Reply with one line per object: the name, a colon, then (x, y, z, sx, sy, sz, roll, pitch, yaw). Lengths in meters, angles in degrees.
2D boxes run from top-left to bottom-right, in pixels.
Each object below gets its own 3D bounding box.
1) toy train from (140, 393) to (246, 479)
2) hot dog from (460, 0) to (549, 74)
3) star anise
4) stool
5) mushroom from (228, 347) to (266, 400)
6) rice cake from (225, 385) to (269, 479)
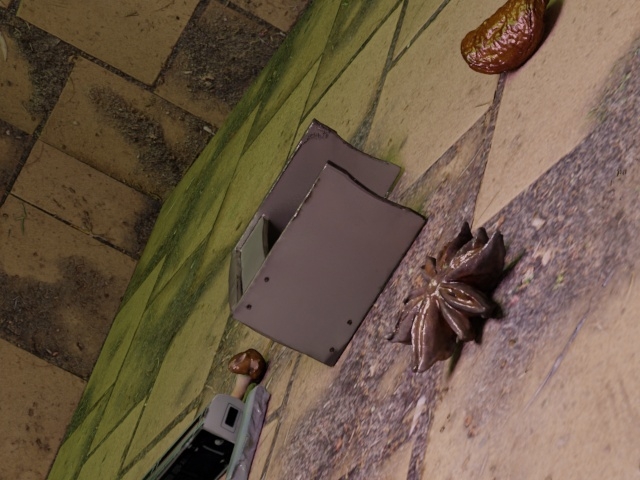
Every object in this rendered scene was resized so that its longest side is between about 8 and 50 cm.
toy train: (-0.237, 0.389, 2.120, 0.407, 0.086, 0.088, -49, 19, 43)
hot dog: (0.253, -0.279, 1.685, 0.147, 0.065, 0.099, -36, 26, 37)
star anise: (0.149, 0.064, 1.407, 0.195, 0.065, 0.182, -62, 18, -18)
stool: (0.000, 0.000, 1.842, 0.270, 0.170, 0.243, -58, 15, 15)
mushroom: (-0.151, 0.259, 2.134, 0.187, 0.061, 0.060, -60, 18, 25)
rice cake: (-0.110, 0.301, 1.951, 0.042, 0.030, 0.180, -43, 24, 43)
